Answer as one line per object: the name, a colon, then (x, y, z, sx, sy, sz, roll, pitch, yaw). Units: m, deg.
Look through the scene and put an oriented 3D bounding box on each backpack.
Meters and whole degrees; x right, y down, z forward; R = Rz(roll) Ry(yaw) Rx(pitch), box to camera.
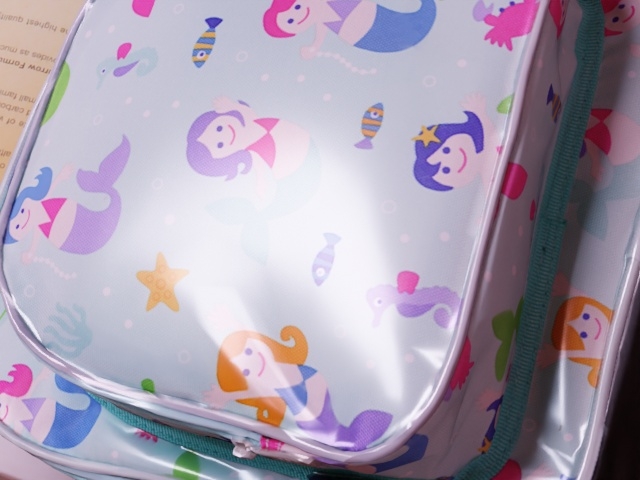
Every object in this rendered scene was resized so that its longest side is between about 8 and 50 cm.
backpack: (0.000, 0.000, 0.543, 0.254, 0.191, 0.225, 5, 70, 35)

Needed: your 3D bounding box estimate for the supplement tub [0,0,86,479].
supplement tub: (-0.126, -0.026, 0.767, 0.228, 0.228, 0.316, -13, 54, 50)
